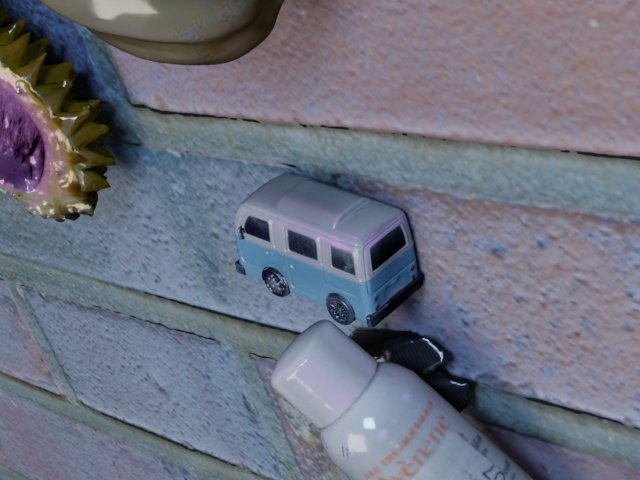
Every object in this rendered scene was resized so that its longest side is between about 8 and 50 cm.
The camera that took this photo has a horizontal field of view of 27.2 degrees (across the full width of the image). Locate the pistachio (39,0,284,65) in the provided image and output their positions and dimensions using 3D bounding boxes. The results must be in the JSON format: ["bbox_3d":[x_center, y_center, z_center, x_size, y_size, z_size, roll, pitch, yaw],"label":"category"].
[{"bbox_3d":[-0.101,-0.185,0.730,0.137,0.153,0.238,106,146,-42],"label":"pistachio"}]

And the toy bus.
[{"bbox_3d":[0.000,0.000,0.859,0.123,0.060,0.074,20,134,37],"label":"toy bus"}]

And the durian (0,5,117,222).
[{"bbox_3d":[-0.286,-0.150,1.027,0.341,0.112,0.191,25,131,23],"label":"durian"}]

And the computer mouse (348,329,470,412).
[{"bbox_3d":[0.048,0.102,0.915,0.135,0.047,0.079,-19,108,54],"label":"computer mouse"}]

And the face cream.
[{"bbox_3d":[0.080,0.156,0.851,0.269,0.082,0.082,41,149,-8],"label":"face cream"}]
